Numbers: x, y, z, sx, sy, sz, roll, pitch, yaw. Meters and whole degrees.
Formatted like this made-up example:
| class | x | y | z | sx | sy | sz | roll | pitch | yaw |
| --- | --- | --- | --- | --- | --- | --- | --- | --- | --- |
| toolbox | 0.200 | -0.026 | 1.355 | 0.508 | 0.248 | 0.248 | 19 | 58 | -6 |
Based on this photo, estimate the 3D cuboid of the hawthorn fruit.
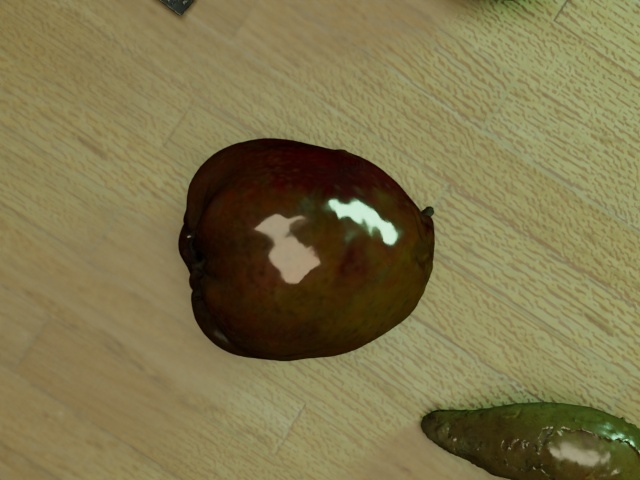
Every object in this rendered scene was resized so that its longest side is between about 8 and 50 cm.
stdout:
| class | x | y | z | sx | sy | sz | roll | pitch | yaw |
| --- | --- | --- | --- | --- | --- | --- | --- | --- | --- |
| hawthorn fruit | 0.000 | 0.000 | 1.064 | 0.248 | 0.208 | 0.208 | -13 | 90 | -20 |

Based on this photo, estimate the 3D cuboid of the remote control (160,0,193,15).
| class | x | y | z | sx | sy | sz | roll | pitch | yaw |
| --- | --- | --- | --- | --- | --- | --- | --- | --- | --- |
| remote control | -0.161 | -0.249 | 1.142 | 0.091 | 0.016 | 0.034 | 38 | 72 | -2 |

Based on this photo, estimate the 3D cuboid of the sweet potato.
| class | x | y | z | sx | sy | sz | roll | pitch | yaw |
| --- | --- | --- | --- | --- | --- | --- | --- | --- | --- |
| sweet potato | 0.250 | 0.215 | 1.105 | 0.310 | 0.098 | 0.124 | 29 | 119 | -1 |
